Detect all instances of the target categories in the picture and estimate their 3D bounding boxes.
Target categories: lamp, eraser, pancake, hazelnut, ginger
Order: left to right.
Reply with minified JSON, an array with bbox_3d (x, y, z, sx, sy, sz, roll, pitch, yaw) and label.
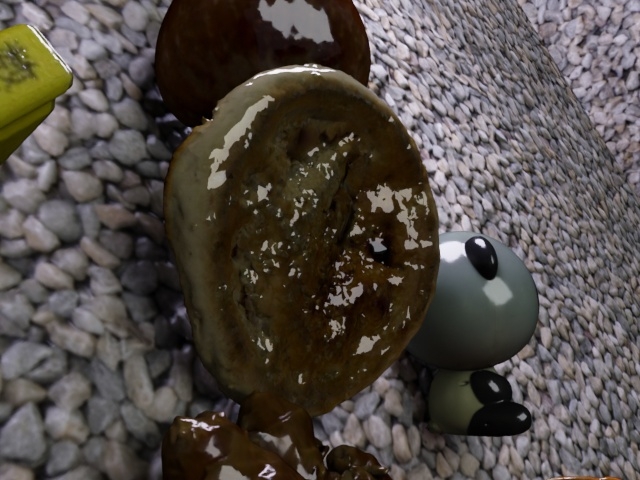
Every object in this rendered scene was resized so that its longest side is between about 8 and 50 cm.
[{"bbox_3d":[-0.290,-0.061,0.559,0.069,0.158,0.226,49,36,-9],"label":"eraser"},{"bbox_3d":[-0.063,-0.205,0.867,0.218,0.234,0.218,-11,90,-88],"label":"hazelnut"},{"bbox_3d":[-0.002,0.000,0.793,0.356,0.065,0.356,-3,95,-42],"label":"pancake"},{"bbox_3d":[-0.001,0.268,0.668,0.357,0.152,0.274,36,41,-31],"label":"ginger"},{"bbox_3d":[0.177,0.110,0.976,0.197,0.197,0.244,-8,90,-52],"label":"lamp"}]

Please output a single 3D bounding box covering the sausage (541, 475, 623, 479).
[{"bbox_3d":[0.281,0.359,0.809,0.287,0.233,0.233,38,36,-59],"label":"sausage"}]
